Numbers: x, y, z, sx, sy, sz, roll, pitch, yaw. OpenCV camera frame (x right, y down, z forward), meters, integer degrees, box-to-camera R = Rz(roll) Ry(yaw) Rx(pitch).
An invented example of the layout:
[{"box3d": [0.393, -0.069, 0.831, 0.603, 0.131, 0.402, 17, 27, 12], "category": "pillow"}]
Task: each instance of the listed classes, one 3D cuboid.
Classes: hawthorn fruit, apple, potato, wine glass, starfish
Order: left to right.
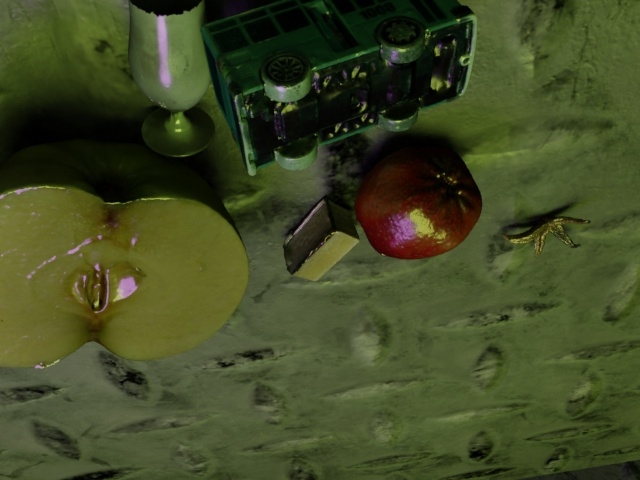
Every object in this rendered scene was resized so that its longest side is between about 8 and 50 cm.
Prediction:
[{"box3d": [-0.276, 0.031, 0.922, 0.312, 0.320, 0.360, 33, 134, 9], "category": "apple"}, {"box3d": [-0.161, -0.189, 0.797, 0.093, 0.092, 0.202, -3, 145, -7], "category": "wine glass"}, {"box3d": [-0.001, 0.001, 1.099, 0.061, 0.086, 0.122, 21, 129, -31], "category": "potato"}, {"box3d": [0.119, -0.046, 1.016, 0.157, 0.156, 0.194, 22, 153, -35], "category": "hawthorn fruit"}, {"box3d": [0.378, -0.019, 1.181, 0.133, 0.041, 0.130, 13, 148, -37], "category": "starfish"}]

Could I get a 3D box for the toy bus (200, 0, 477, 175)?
[{"box3d": [0.018, -0.185, 0.755, 0.256, 0.147, 0.128, -22, 148, -12], "category": "toy bus"}]
